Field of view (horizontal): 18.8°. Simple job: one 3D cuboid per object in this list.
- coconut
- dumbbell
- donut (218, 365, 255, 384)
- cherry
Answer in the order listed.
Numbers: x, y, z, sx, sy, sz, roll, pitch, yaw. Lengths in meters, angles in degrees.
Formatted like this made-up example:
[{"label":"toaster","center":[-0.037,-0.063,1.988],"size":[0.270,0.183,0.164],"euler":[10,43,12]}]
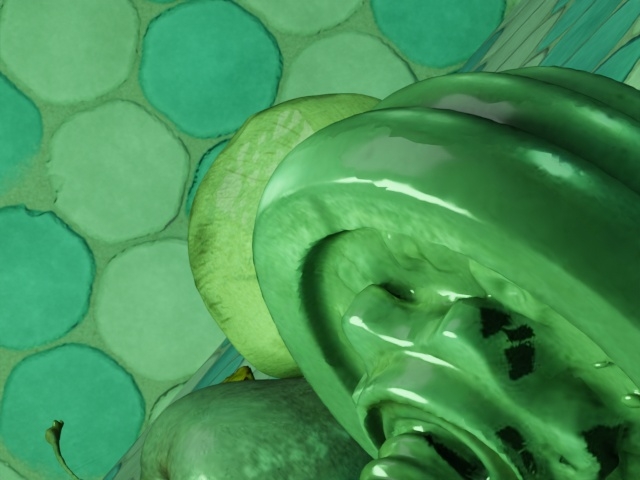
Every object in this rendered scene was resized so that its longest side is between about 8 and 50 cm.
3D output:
[{"label":"coconut","center":[0.000,0.000,1.407],"size":[0.224,0.224,0.224],"euler":[-48,4,4]},{"label":"dumbbell","center":[0.135,-0.060,0.606],"size":[0.406,0.179,0.179],"euler":[-50,4,-27]},{"label":"donut","center":[-0.086,0.188,1.425],"size":[0.174,0.074,0.190],"euler":[-44,10,39]},{"label":"cherry","center":[-0.046,0.117,1.088],"size":[0.148,0.115,0.188],"euler":[-49,29,-3]}]
